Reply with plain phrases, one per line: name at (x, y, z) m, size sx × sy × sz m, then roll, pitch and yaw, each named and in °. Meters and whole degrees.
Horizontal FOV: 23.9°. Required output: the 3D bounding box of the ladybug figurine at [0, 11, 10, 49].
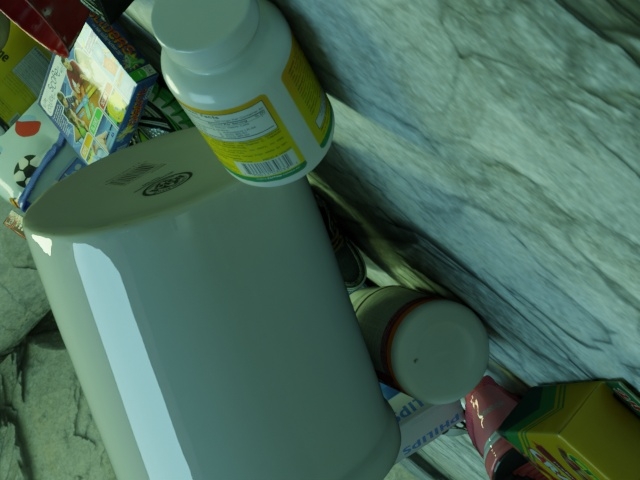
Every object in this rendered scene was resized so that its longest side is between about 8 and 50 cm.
ladybug figurine at (-0.507, -0.348, 1.741) m, size 0.305 × 0.162 × 0.449 m, roll 64°, pitch -178°, yaw 20°

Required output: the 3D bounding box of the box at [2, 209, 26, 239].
box at (-0.390, 0.009, 2.193) m, size 0.137 × 0.027 × 0.094 m, roll 29°, pitch 173°, yaw 42°

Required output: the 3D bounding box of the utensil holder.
utensil holder at (-0.117, 0.100, 1.658) m, size 0.327 × 0.328 × 0.385 m, roll 24°, pitch 135°, yaw 60°

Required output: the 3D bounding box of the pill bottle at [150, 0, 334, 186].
pill bottle at (-0.069, -0.143, 1.316) m, size 0.117 × 0.117 × 0.208 m, roll 35°, pitch 169°, yaw 30°

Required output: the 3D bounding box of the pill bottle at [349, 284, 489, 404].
pill bottle at (0.102, 0.117, 1.794) m, size 0.121 × 0.121 × 0.221 m, roll 44°, pitch 170°, yaw -18°

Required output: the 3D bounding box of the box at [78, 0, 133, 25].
box at (-0.247, -0.305, 1.403) m, size 0.180 × 0.077 × 0.147 m, roll 39°, pitch 170°, yaw 11°

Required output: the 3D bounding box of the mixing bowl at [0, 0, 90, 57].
mixing bowl at (-0.307, -0.294, 1.625) m, size 0.181 × 0.098 × 0.181 m, roll 39°, pitch 170°, yaw 8°

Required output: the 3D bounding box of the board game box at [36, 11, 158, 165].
board game box at (-0.274, -0.184, 1.834) m, size 0.136 × 0.035 × 0.201 m, roll 50°, pitch 144°, yaw 12°

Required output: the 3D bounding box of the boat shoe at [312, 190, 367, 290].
boat shoe at (0.000, 0.000, 1.830) m, size 0.183 × 0.065 × 0.083 m, roll 46°, pitch 171°, yaw -22°

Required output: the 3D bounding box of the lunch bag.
lunch bag at (-0.383, -0.142, 2.237) m, size 0.328 × 0.239 × 0.385 m, roll 35°, pitch -175°, yaw 28°

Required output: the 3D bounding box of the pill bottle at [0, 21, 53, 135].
pill bottle at (-0.397, -0.233, 1.982) m, size 0.103 × 0.184 × 0.103 m, roll 40°, pitch 170°, yaw 8°

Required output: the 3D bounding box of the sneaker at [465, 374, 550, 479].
sneaker at (0.258, 0.256, 1.943) m, size 0.136 × 0.116 × 0.314 m, roll 61°, pitch -177°, yaw 29°

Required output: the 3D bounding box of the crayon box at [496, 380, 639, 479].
crayon box at (0.321, 0.244, 1.629) m, size 0.202 × 0.081 × 0.318 m, roll 42°, pitch 170°, yaw 0°

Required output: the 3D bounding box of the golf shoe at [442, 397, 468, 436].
golf shoe at (0.197, 0.243, 2.119) m, size 0.094 × 0.077 × 0.198 m, roll 35°, pitch 170°, yaw 30°

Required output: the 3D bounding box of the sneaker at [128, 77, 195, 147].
sneaker at (-0.199, -0.101, 1.921) m, size 0.343 × 0.146 × 0.134 m, roll 40°, pitch 170°, yaw 11°

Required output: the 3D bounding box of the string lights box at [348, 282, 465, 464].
string lights box at (0.058, 0.163, 1.956) m, size 0.259 × 0.133 × 0.076 m, roll 48°, pitch 165°, yaw 39°
